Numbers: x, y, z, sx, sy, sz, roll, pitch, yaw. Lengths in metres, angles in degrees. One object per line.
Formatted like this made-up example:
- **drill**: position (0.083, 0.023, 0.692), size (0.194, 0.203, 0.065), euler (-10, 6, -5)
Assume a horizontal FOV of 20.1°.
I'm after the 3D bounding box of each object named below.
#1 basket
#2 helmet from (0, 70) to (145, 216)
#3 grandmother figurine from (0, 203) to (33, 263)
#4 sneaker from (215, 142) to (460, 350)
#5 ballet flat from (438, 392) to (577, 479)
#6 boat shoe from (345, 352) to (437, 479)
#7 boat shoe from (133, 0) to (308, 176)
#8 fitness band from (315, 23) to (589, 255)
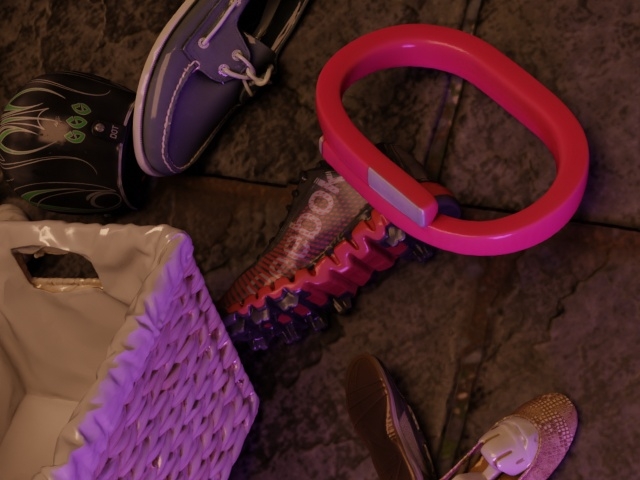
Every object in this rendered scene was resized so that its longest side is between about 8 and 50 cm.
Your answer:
- **basket**: position (-0.275, 0.184, 1.716), size (0.328, 0.266, 0.331), euler (0, 46, 27)
- **helmet**: position (-0.268, -0.104, 1.938), size (0.162, 0.169, 0.169), euler (8, 77, 11)
- **grandmother figurine**: position (-0.455, -0.034, 2.039), size (0.342, 0.104, 0.207), euler (19, 92, 33)
- **sneaker**: position (0.000, 0.000, 1.795), size (0.276, 0.097, 0.135), euler (-34, 62, 11)
- **ballet flat**: position (0.154, 0.218, 1.664), size (0.206, 0.067, 0.073), euler (-49, 58, 5)
- **boat shoe**: position (0.068, 0.180, 1.732), size (0.056, 0.049, 0.152), euler (-33, 65, 35)
- **boat shoe**: position (-0.092, -0.205, 1.898), size (0.099, 0.116, 0.319), euler (21, 79, 34)
- **fitness band**: position (0.124, -0.100, 1.736), size (0.209, 0.054, 0.291), euler (-30, 56, -24)
